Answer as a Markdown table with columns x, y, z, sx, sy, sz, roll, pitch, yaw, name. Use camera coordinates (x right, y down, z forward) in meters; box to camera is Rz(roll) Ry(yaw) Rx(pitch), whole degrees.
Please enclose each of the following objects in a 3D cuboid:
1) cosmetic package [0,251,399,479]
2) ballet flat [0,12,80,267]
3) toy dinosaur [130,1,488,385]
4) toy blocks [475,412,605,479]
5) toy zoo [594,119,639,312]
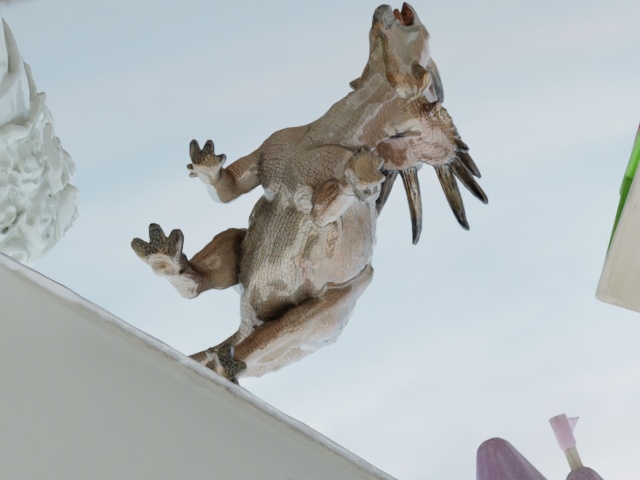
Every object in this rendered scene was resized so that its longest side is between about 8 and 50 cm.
| x | y | z | sx | sy | sz | roll | pitch | yaw | name |
| --- | --- | --- | --- | --- | --- | --- | --- | --- | --- |
| -0.097 | 0.135 | 0.488 | 0.309 | 0.160 | 0.113 | -36 | -154 | 52 | cosmetic package |
| -0.244 | -0.122 | 0.844 | 0.147 | 0.409 | 0.147 | -31 | -140 | 31 | ballet flat |
| 0.000 | 0.000 | 1.155 | 0.127 | 0.296 | 0.200 | 38 | -162 | 25 | toy dinosaur |
| 0.104 | 0.215 | 0.827 | 0.309 | 0.260 | 0.288 | -28 | 166 | 24 | toy blocks |
| 0.169 | -0.138 | 0.717 | 0.030 | 0.192 | 0.293 | 17 | -131 | 6 | toy zoo |
